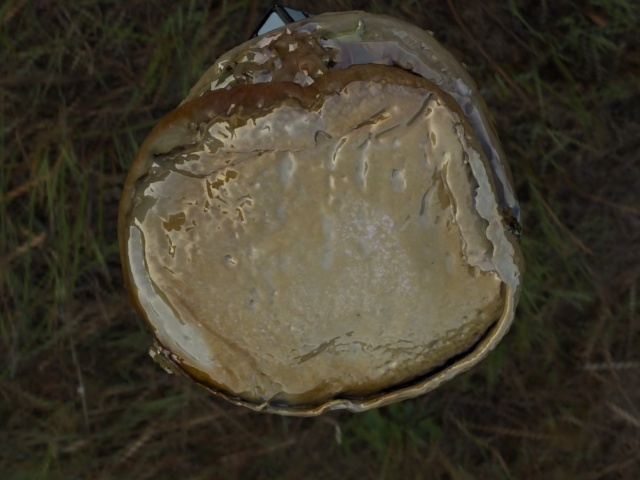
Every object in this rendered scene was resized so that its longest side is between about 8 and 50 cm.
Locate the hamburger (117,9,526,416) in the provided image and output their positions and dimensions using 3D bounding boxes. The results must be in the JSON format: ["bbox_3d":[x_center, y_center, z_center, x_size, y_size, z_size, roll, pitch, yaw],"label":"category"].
[{"bbox_3d":[0.000,0.000,0.789,0.243,0.146,0.286,25,115,-3],"label":"hamburger"}]

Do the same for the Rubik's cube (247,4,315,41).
[{"bbox_3d":[-0.015,-0.191,1.666,0.161,0.163,0.162,4,132,-52],"label":"Rubik's cube"}]
